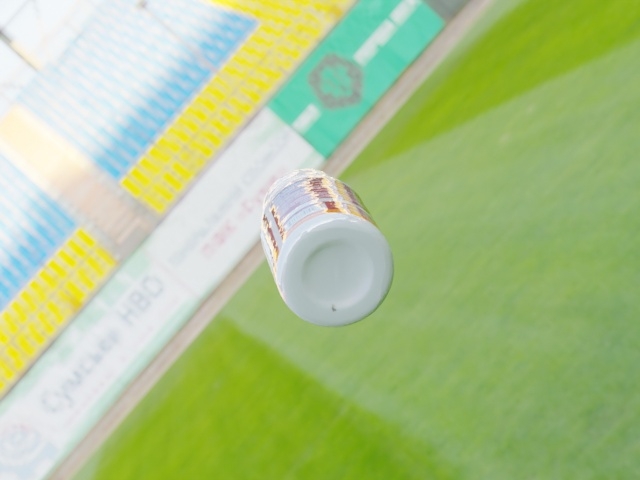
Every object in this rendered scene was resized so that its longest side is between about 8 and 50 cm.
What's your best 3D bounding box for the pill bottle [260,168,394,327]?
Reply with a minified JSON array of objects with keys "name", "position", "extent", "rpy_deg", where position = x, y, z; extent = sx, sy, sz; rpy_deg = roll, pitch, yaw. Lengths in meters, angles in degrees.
[{"name":"pill bottle","position":[0.000,0.000,1.556],"extent":[0.121,0.121,0.221],"rpy_deg":[-48,18,8]}]
